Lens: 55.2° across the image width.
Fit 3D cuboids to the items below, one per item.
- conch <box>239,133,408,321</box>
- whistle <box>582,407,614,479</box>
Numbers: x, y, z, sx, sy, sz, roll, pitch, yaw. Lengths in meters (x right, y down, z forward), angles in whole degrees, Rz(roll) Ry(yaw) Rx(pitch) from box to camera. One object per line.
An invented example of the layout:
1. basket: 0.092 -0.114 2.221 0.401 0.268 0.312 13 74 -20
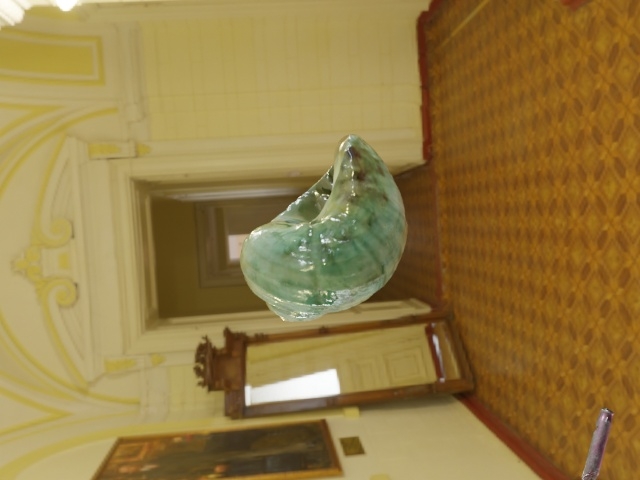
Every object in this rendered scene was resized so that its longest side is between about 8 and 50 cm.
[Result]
1. conch: 0.004 -0.001 0.610 0.122 0.188 0.176 43 -167 -35
2. whistle: 0.635 0.470 1.400 0.033 0.033 0.176 131 158 -83
